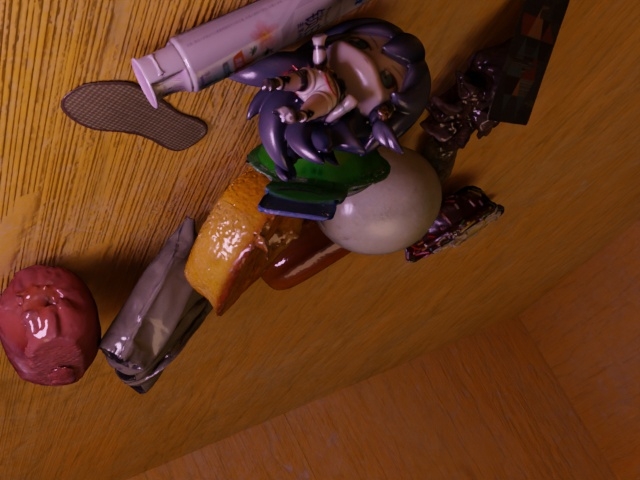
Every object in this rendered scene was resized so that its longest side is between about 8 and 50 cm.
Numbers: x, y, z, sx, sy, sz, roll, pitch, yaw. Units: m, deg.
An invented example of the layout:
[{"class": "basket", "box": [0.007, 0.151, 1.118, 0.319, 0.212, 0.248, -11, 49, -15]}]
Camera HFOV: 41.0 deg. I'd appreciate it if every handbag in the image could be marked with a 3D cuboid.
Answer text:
[{"class": "handbag", "box": [-0.261, 0.124, 1.443, 0.253, 0.109, 0.316, -58, 172, -20]}]

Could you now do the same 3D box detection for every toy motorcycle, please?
[{"class": "toy motorcycle", "box": [0.339, -0.039, 2.042, 0.228, 0.074, 0.151, -26, 159, -1]}]

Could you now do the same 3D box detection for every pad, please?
[{"class": "pad", "box": [0.317, -0.280, 1.298, 0.142, 0.003, 0.212, -4, 115, -51]}]

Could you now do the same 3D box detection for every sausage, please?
[{"class": "sausage", "box": [-0.410, 0.136, 1.306, 0.152, 0.152, 0.280, -21, 161, -20]}, {"class": "sausage", "box": [0.000, 0.000, 1.617, 0.274, 0.105, 0.105, -32, 161, 10]}]

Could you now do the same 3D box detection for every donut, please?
[{"class": "donut", "box": [0.270, -0.039, 1.867, 0.235, 0.089, 0.235, -32, 176, -3]}, {"class": "donut", "box": [-0.105, -0.003, 1.312, 0.254, 0.118, 0.253, -57, 171, -14]}]

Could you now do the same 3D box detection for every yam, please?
[{"class": "yam", "box": [0.203, -0.114, 1.654, 0.071, 0.067, 0.317, -37, 166, -19]}]

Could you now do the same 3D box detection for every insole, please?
[{"class": "insole", "box": [-0.219, -0.150, 1.055, 0.086, 0.005, 0.253, -35, 161, 19]}]

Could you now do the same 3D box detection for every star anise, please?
[{"class": "star anise", "box": [0.266, -0.226, 1.406, 0.214, 0.099, 0.220, -27, 162, 8]}]

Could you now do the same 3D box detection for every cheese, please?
[{"class": "cheese", "box": [-0.009, -0.093, 1.169, 0.320, 0.203, 0.083, -70, 167, -63]}]

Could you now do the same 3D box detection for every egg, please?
[{"class": "egg", "box": [0.099, -0.069, 1.436, 0.253, 0.187, 0.186, -14, 157, -37]}]

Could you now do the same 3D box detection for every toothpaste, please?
[{"class": "toothpaste", "box": [-0.054, -0.244, 0.967, 0.323, 0.066, 0.100, -29, 168, -14]}]

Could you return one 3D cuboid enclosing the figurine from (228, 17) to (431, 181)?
[{"class": "figurine", "box": [0.017, -0.177, 1.051, 0.264, 0.175, 0.197, -18, -173, -28]}]
